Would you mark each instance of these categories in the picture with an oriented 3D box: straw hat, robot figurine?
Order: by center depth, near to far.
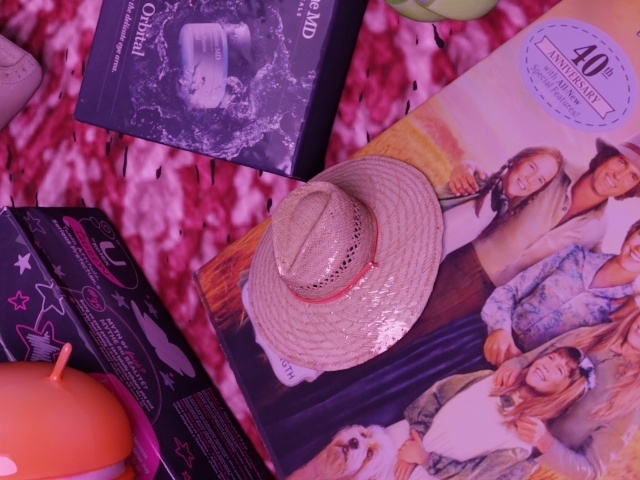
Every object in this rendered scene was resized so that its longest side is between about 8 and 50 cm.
[{"bbox_3d":[-0.165,0.161,0.581,0.128,0.158,0.220,0,91,-8],"label":"robot figurine"},{"bbox_3d":[0.000,0.000,0.640,0.144,0.061,0.145,-13,61,25],"label":"straw hat"}]

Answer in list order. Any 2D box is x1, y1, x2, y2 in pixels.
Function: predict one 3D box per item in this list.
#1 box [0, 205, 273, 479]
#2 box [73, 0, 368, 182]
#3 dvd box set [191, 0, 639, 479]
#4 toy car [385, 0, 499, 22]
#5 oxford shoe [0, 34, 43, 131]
[{"bbox_3d":[-0.171,0.122,0.721,0.163,0.142,0.247,-35,82,12],"label":"box"},{"bbox_3d":[-0.062,-0.133,0.720,0.158,0.093,0.156,16,93,11],"label":"box"},{"bbox_3d":[0.148,0.022,0.622,0.420,0.062,0.308,-35,55,11],"label":"dvd box set"},{"bbox_3d":[0.118,-0.191,0.637,0.225,0.239,0.053,-40,57,49],"label":"toy car"},{"bbox_3d":[-0.364,-0.193,0.792,0.146,0.140,0.397,-40,75,-21],"label":"oxford shoe"}]
